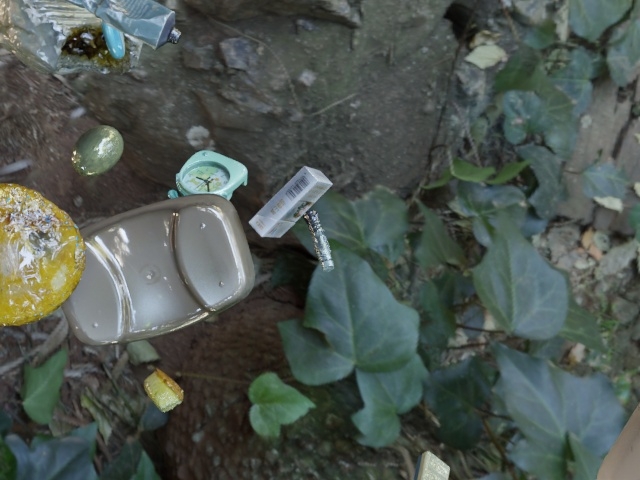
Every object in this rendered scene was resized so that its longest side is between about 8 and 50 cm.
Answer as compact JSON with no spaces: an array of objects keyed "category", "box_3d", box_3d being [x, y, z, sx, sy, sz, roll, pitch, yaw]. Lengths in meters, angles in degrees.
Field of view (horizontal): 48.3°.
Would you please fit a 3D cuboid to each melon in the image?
[{"category":"melon","box_3d":[-0.494,-0.198,1.585,0.098,0.098,0.130,47,56,-29]}]

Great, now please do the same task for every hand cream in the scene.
[{"category":"hand cream","box_3d":[-0.271,-0.300,0.821,0.248,0.052,0.075,32,54,-12]}]

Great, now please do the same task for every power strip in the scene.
[{"category":"power strip","box_3d":[0.191,0.431,1.251,0.056,0.123,0.032,39,124,-6]}]

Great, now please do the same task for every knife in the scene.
[{"category":"knife","box_3d":[-0.295,-0.348,0.964,0.031,0.064,0.222,-6,136,-3]}]

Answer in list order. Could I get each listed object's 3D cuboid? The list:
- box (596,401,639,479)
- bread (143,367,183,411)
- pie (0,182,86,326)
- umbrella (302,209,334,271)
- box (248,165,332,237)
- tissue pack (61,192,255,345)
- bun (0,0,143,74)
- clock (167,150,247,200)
[{"category":"box","box_3d":[0.486,0.287,0.834,0.141,0.288,0.349,2,120,-27]},{"category":"bread","box_3d":[-0.463,0.439,2.101,0.086,0.156,0.125,-38,85,-16]},{"category":"pie","box_3d":[-0.527,0.027,1.221,0.273,0.069,0.273,-6,97,-54]},{"category":"umbrella","box_3d":[0.000,0.000,1.945,0.046,0.188,0.050,-28,149,13]},{"category":"box","box_3d":[-0.085,-0.107,2.058,0.233,0.067,0.149,-44,166,13]},{"category":"tissue pack","box_3d":[-0.339,0.058,1.497,0.387,0.277,0.267,-19,93,-2]},{"category":"bun","box_3d":[-0.490,-0.425,1.363,0.281,0.205,0.281,16,64,-37]},{"category":"clock","box_3d":[-0.281,-0.138,1.754,0.188,0.148,0.060,-51,160,-39]}]
